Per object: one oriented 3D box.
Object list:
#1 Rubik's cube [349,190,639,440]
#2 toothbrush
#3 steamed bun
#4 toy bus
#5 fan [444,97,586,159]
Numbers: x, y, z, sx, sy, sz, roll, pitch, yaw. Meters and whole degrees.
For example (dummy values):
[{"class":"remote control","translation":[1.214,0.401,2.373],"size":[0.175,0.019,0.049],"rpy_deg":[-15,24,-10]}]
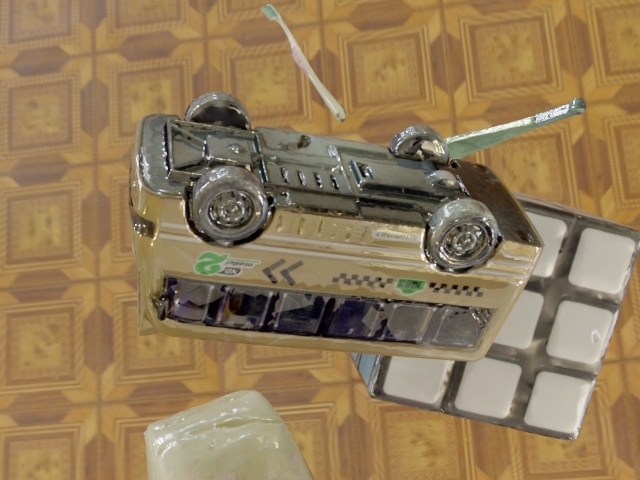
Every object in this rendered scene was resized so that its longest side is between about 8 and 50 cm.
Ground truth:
[{"class":"Rubik's cube","translation":[0.219,0.068,1.251],"size":[0.304,0.305,0.301],"rpy_deg":[14,97,-11]},{"class":"toothbrush","translation":[-0.021,-0.242,1.190],"size":[0.022,0.017,0.204],"rpy_deg":[-23,73,-36]},{"class":"steamed bun","translation":[-0.105,0.422,1.289],"size":[0.247,0.236,0.383],"rpy_deg":[-20,89,-16]},{"class":"toy bus","translation":[0.000,0.000,0.652],"size":[0.290,0.139,0.157],"rpy_deg":[6,122,-17]},{"class":"fan","translation":[0.205,-0.120,0.951],"size":[0.193,0.038,0.016],"rpy_deg":[-14,58,50]}]
